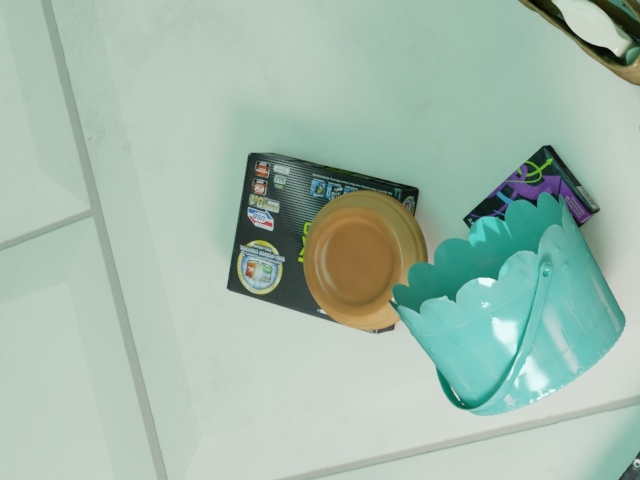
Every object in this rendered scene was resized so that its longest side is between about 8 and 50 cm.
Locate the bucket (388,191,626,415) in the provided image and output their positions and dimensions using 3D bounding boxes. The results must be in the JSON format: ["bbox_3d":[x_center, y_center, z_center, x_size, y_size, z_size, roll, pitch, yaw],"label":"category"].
[{"bbox_3d":[0.242,0.084,1.910,0.281,0.281,0.183,-27,101,30],"label":"bucket"}]

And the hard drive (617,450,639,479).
[{"bbox_3d":[0.447,0.432,1.935,0.237,0.064,0.339,41,112,24],"label":"hard drive"}]

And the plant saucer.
[{"bbox_3d":[0.056,0.029,2.102,0.200,0.037,0.200,2,94,31],"label":"plant saucer"}]

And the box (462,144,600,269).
[{"bbox_3d":[0.285,-0.035,2.031,0.162,0.029,0.116,-45,70,27],"label":"box"}]

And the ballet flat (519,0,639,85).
[{"bbox_3d":[0.319,-0.323,1.939,0.342,0.124,0.116,48,114,21],"label":"ballet flat"}]

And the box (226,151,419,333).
[{"bbox_3d":[0.000,0.000,2.191,0.270,0.060,0.216,16,100,30],"label":"box"}]
